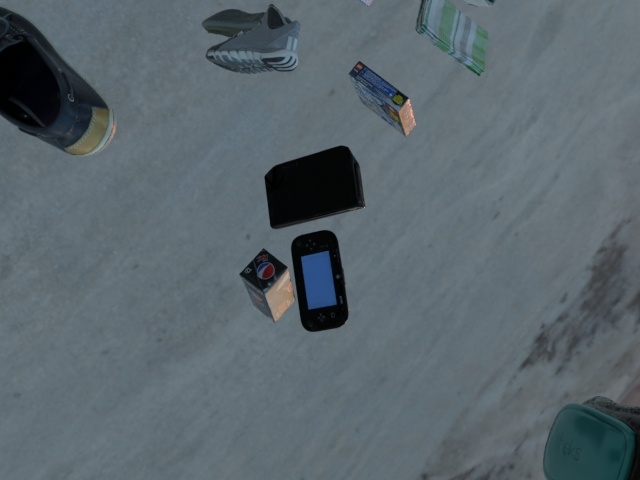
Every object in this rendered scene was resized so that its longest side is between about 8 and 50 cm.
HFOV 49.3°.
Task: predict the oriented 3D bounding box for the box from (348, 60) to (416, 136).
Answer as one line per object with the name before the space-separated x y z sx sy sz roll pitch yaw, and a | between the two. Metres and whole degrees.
box | 0.095 -0.208 1.041 0.027 0.094 0.137 -50 167 2

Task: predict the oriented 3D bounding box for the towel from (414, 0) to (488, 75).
towel | 0.234 -0.367 1.215 0.023 0.152 0.113 -30 -141 52

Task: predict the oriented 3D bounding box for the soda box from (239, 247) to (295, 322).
soda box | -0.083 0.077 1.139 0.060 0.053 0.169 -48 164 -15

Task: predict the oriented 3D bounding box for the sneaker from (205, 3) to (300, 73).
sneaker | -0.129 -0.418 1.433 0.086 0.228 0.132 20 82 -58

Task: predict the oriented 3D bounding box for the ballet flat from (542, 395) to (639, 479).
ballet flat | 0.308 0.216 0.569 0.483 0.181 0.164 41 70 -77

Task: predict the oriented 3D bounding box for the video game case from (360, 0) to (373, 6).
video game case | 0.061 -0.380 0.696 0.244 0.061 0.269 -52 166 18

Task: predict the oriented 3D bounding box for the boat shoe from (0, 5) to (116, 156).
boat shoe | -0.622 -0.347 1.401 0.187 0.500 0.156 -54 162 8

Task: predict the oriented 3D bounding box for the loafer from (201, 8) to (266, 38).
loafer | -0.203 -0.541 1.809 0.094 0.251 0.088 -45 138 -38

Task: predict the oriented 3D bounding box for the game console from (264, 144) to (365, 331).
game console | 0.000 0.000 1.420 0.213 0.362 0.044 -14 169 29

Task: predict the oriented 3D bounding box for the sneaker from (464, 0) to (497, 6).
sneaker | 0.416 -0.731 1.698 0.122 0.146 0.331 -33 143 -29
